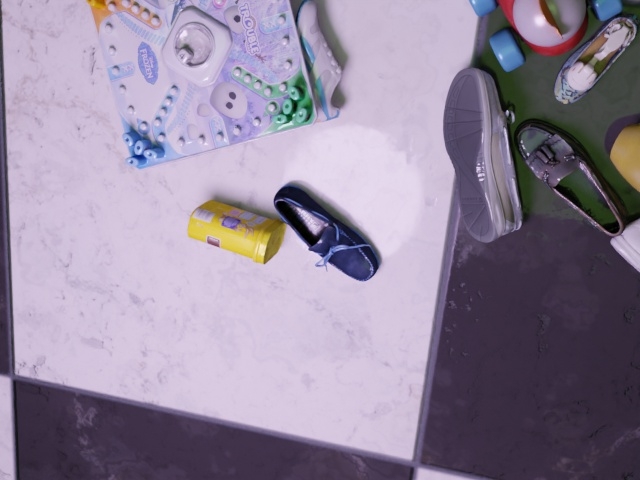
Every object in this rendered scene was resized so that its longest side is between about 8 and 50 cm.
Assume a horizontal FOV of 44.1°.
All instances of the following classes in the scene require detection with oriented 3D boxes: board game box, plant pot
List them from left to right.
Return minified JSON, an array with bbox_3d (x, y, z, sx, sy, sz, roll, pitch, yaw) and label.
[{"bbox_3d":[-0.235,-0.360,1.463,0.389,0.050,0.390,-12,96,17],"label":"board game box"},{"bbox_3d":[0.568,-0.153,1.382,0.095,0.134,0.134,33,114,29],"label":"plant pot"}]

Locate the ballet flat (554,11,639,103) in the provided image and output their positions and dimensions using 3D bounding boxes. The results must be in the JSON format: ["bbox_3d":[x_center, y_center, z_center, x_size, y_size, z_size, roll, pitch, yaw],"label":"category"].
[{"bbox_3d":[0.478,-0.317,1.377,0.070,0.070,0.188,36,112,1],"label":"ballet flat"}]

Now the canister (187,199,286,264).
[{"bbox_3d":[-0.170,-0.021,1.607,0.169,0.126,0.073,18,111,11],"label":"canister"}]

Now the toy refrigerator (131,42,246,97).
[{"bbox_3d":[-0.224,-0.330,1.542,0.269,0.094,0.102,2,100,13],"label":"toy refrigerator"}]

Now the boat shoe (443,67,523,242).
[{"bbox_3d":[0.308,-0.160,1.457,0.118,0.103,0.321,8,113,60],"label":"boat shoe"}]

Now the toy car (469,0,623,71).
[{"bbox_3d":[0.361,-0.397,1.288,0.219,0.238,0.210,-26,99,20],"label":"toy car"}]

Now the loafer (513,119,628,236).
[{"bbox_3d":[0.460,-0.113,1.434,0.267,0.084,0.096,44,112,-2],"label":"loafer"}]

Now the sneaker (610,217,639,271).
[{"bbox_3d":[0.640,0.046,1.449,0.212,0.080,0.094,45,100,-1],"label":"sneaker"}]

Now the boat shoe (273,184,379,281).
[{"bbox_3d":[0.000,0.000,1.587,0.258,0.089,0.109,36,112,1],"label":"boat shoe"}]

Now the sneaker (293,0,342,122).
[{"bbox_3d":[-0.007,-0.338,1.493,0.092,0.087,0.229,-3,108,-1],"label":"sneaker"}]
